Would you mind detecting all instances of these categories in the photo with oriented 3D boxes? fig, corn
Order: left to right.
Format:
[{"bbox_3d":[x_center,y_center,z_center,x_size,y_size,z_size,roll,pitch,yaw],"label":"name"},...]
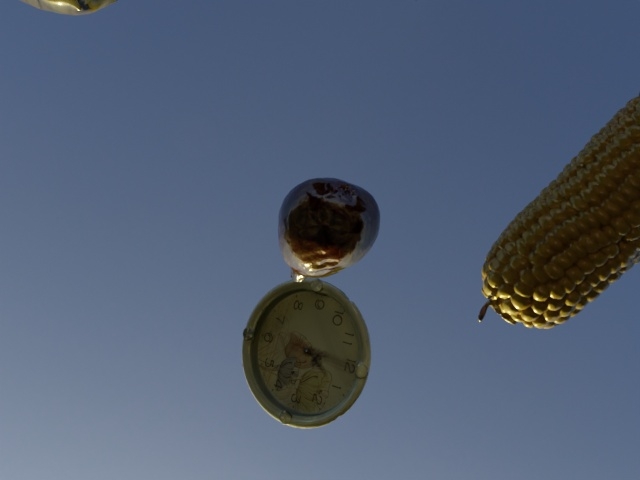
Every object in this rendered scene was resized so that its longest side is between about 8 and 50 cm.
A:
[{"bbox_3d":[0.000,0.000,0.665,0.109,0.103,0.154,40,-46,21],"label":"fig"},{"bbox_3d":[0.245,-0.041,0.479,0.101,0.101,0.310,36,-69,-6],"label":"corn"}]

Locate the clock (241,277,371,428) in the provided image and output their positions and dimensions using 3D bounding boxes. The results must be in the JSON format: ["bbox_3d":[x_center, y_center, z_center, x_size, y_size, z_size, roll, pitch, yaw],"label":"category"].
[{"bbox_3d":[-0.020,0.178,0.953,0.237,0.053,0.236,-5,-101,26],"label":"clock"}]

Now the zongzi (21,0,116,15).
[{"bbox_3d":[-0.217,-0.279,0.450,0.182,0.418,0.446,18,-100,-31],"label":"zongzi"}]
